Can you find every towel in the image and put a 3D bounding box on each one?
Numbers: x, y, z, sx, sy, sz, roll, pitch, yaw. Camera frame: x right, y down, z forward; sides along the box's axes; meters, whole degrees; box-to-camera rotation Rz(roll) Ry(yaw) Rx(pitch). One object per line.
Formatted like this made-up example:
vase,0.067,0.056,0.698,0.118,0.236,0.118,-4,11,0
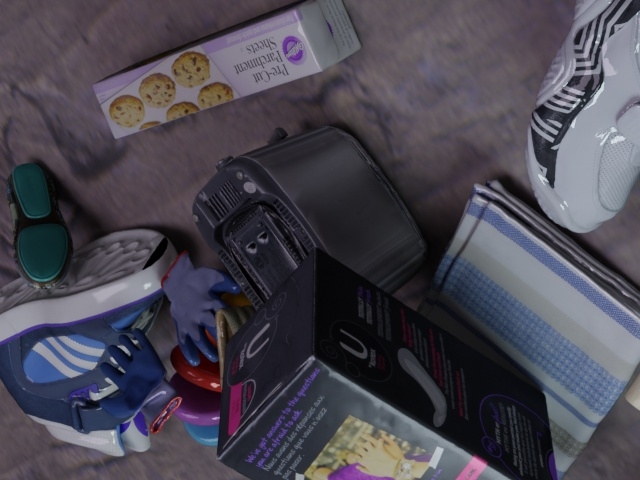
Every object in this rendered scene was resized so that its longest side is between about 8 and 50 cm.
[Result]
towel,0.183,0.097,1.645,0.209,0.034,0.285,39,137,17

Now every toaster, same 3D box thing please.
toaster,0.000,0.000,1.673,0.227,0.146,0.129,54,139,5

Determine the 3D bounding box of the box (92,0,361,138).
box,-0.099,-0.168,1.728,0.324,0.063,0.067,-12,107,46

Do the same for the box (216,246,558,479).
box,0.058,0.160,1.551,0.270,0.165,0.143,33,118,-19

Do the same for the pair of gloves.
pair of gloves,-0.153,0.107,1.805,0.198,0.023,0.159,-54,36,6

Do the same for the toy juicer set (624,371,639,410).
toy juicer set,0.368,0.163,1.436,0.209,0.089,0.329,-37,84,17

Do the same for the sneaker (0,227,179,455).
sneaker,-0.227,0.130,2.009,0.323,0.130,0.236,-19,116,37

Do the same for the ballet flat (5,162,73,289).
ballet flat,-0.313,-0.003,1.989,0.070,0.070,0.188,112,154,-43

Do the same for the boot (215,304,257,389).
boot,-0.008,0.151,1.724,0.077,0.165,0.213,-30,74,60

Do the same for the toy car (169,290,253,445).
toy car,-0.100,0.139,1.860,0.159,0.136,0.182,29,131,28

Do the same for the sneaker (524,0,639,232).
sneaker,0.292,-0.120,1.328,0.210,0.137,0.365,36,131,26
